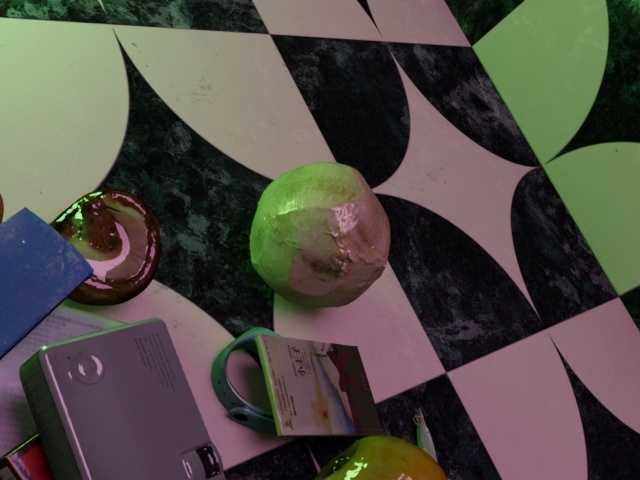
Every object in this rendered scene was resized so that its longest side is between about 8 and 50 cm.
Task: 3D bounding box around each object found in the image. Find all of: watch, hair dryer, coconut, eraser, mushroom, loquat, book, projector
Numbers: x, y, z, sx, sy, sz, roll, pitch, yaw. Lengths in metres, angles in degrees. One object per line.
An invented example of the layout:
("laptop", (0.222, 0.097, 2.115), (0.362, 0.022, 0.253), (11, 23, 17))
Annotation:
("watch", (-0.093, 0.275, 1.635), (0.237, 0.068, 0.195), (32, 44, -20))
("hair dryer", (0.195, 0.444, 1.798), (0.206, 0.075, 0.237), (26, 38, -19))
("coconut", (0.000, 0.000, 1.765), (0.297, 0.297, 0.254), (33, 41, -21))
("eraser", (-0.445, 0.078, 1.149), (0.144, 0.042, 0.312), (43, 36, -6))
("mushroom", (-0.391, 0.020, 1.509), (0.231, 0.138, 0.194), (-44, 108, -39))
("loquat", (0.105, 0.493, 1.495), (0.275, 0.275, 0.275), (24, 47, -29))
("book", (0.002, 0.285, 1.641), (0.289, 0.026, 0.201), (13, 53, -46))
("projector", (-0.248, 0.244, 1.075), (0.192, 0.099, 0.257), (-13, 74, -45))

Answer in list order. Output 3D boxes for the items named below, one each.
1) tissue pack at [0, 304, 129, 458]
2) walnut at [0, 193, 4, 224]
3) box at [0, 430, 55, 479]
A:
("tissue pack", (-0.464, 0.247, 1.198), (0.405, 0.205, 0.332), (20, 49, -31))
("walnut", (-0.598, -0.050, 1.335), (0.197, 0.165, 0.165), (18, 50, -30))
("box", (-0.290, 0.340, 1.098), (0.240, 0.074, 0.153), (56, 38, -2))
